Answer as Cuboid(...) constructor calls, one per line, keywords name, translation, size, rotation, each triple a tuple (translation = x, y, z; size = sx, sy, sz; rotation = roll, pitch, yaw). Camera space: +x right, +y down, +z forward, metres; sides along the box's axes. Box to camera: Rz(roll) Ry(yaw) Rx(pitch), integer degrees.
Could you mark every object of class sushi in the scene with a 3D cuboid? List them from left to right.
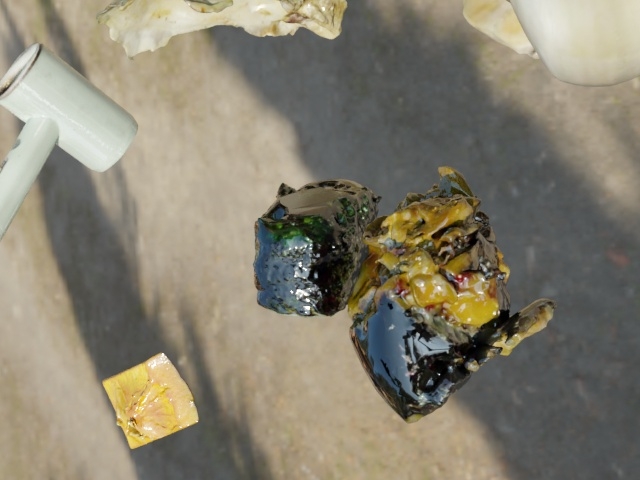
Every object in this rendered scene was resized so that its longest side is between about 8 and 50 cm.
Cuboid(name="sushi", translation=(0.000, 0.000, 1.427), size=(0.124, 0.225, 0.127), rotation=(6, 109, 18))
Cuboid(name="sushi", translation=(0.121, 0.052, 1.279), size=(0.200, 0.213, 0.204), rotation=(-38, 87, 32))

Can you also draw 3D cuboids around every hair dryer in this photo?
Cuboid(name="hair dryer", translation=(-0.273, -0.063, 1.152), size=(0.073, 0.131, 0.236), rotation=(-22, 38, 46))

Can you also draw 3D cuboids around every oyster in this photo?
Cuboid(name="oyster", translation=(-0.081, -0.223, 1.073), size=(0.161, 0.232, 0.107), rotation=(2, 100, 56))

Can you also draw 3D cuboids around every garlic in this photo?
Cuboid(name="garlic", translation=(0.162, -0.237, 0.922), size=(0.279, 0.132, 0.325), rotation=(52, -178, 28))

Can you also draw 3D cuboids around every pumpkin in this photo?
Cuboid(name="pumpkin", translation=(-0.155, 0.140, 1.054), size=(0.101, 0.035, 0.073), rotation=(-31, 75, 40))
